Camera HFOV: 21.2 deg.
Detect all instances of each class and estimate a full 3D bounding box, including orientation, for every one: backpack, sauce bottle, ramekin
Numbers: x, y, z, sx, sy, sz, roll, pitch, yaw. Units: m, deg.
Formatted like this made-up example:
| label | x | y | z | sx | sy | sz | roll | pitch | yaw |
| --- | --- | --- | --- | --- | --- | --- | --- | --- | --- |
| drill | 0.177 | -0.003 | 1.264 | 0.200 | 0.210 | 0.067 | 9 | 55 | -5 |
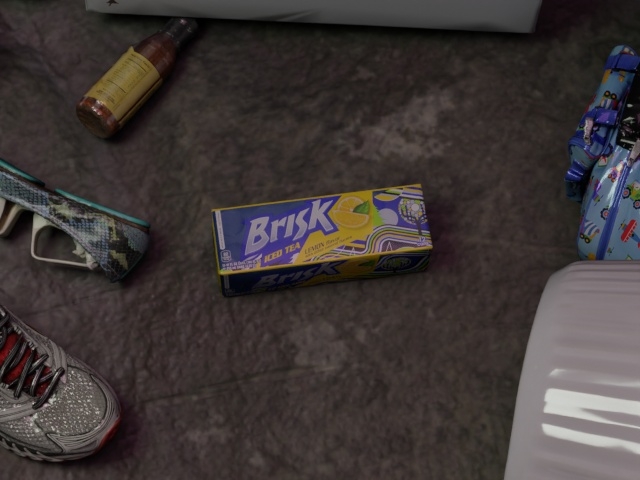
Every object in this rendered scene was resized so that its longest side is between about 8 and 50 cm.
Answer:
| label | x | y | z | sx | sy | sz | roll | pitch | yaw |
| --- | --- | --- | --- | --- | --- | --- | --- | --- | --- |
| backpack | 0.248 | -0.042 | 1.328 | 0.117 | 0.158 | 0.173 | 22 | 81 | 16 |
| sauce bottle | -0.148 | -0.139 | 1.409 | 0.042 | 0.042 | 0.128 | 34 | 62 | 11 |
| ramekin | 0.208 | 0.135 | 1.200 | 0.127 | 0.273 | 0.273 | 10 | 68 | 14 |

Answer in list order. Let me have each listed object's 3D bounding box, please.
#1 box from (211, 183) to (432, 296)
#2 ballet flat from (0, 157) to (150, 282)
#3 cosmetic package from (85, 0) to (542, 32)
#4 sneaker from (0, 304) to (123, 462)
| label | x | y | z | sx | sy | sz | roll | pitch | yaw |
| --- | --- | --- | --- | --- | --- | --- | --- | --- | --- |
| box | 0.000 | 0.000 | 1.351 | 0.169 | 0.054 | 0.059 | -7 | 69 | -4 |
| ballet flat | -0.227 | -0.021 | 1.352 | 0.188 | 0.070 | 0.070 | 24 | 70 | 11 |
| cosmetic package | -0.002 | -0.323 | 1.445 | 0.377 | 0.097 | 0.284 | 2 | 65 | -1 |
| sneaker | -0.251 | 0.091 | 1.288 | 0.225 | 0.093 | 0.088 | 29 | 71 | 9 |
